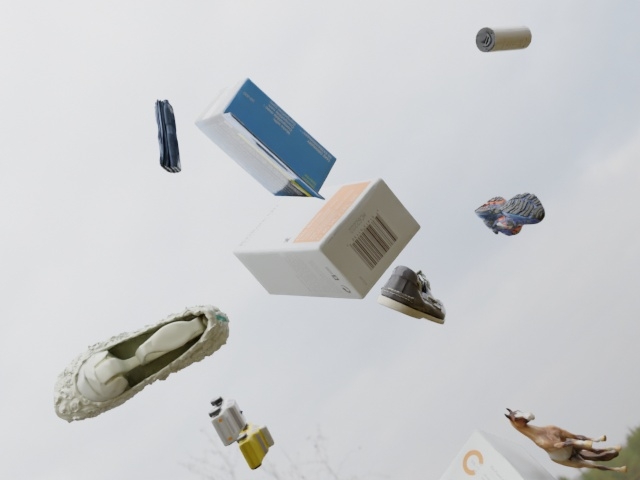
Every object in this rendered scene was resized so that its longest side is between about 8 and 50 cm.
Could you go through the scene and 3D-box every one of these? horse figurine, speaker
[{"bbox_3d":[0.498,0.407,1.658,0.263,0.174,0.066,34,-117,-41],"label":"horse figurine"},{"bbox_3d":[0.396,-0.435,1.802,0.136,0.055,0.055,-16,-35,-40],"label":"speaker"}]

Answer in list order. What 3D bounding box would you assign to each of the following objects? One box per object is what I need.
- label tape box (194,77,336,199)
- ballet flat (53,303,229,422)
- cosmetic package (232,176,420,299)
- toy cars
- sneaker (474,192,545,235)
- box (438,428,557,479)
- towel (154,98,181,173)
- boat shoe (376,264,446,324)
[{"bbox_3d":[-0.098,-0.196,1.636,0.106,0.240,0.333,-52,18,-9],"label":"label tape box"},{"bbox_3d":[-0.382,0.240,1.733,0.409,0.147,0.147,-29,-26,-7],"label":"ballet flat"},{"bbox_3d":[0.000,0.000,1.972,0.230,0.161,0.453,-49,20,-22],"label":"cosmetic package"},{"bbox_3d":[-0.206,0.514,2.276,0.087,0.176,0.394,-28,-34,-1],"label":"toy cars"},{"bbox_3d":[0.452,-0.055,1.940,0.083,0.087,0.221,-38,14,-14],"label":"sneaker"},{"bbox_3d":[0.321,0.588,1.656,0.168,0.215,0.345,27,-79,-38],"label":"box"},{"bbox_3d":[-0.260,-0.175,1.416,0.029,0.119,0.067,-9,-7,0],"label":"towel"},{"bbox_3d":[0.140,0.075,1.176,0.206,0.075,0.065,19,-89,-65],"label":"boat shoe"}]
